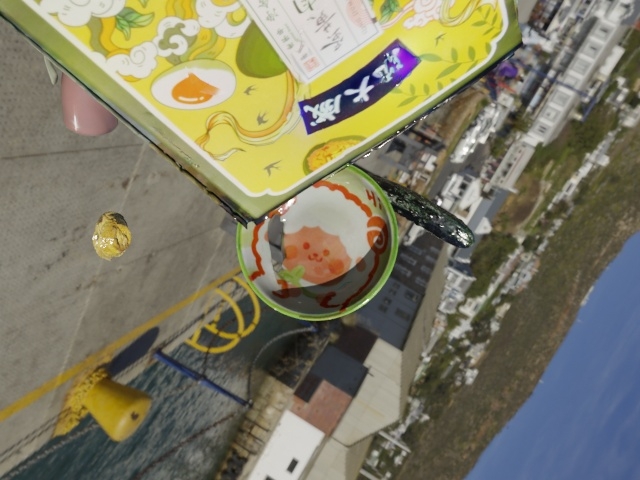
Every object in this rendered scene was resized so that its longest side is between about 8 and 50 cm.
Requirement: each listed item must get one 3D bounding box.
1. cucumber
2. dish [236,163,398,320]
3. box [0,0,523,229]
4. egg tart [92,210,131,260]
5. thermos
[{"bbox_3d":[0.229,-0.073,1.298,0.072,0.304,0.081,-47,156,-39],"label":"cucumber"},{"bbox_3d":[0.000,0.000,1.127,0.324,0.324,0.124,-60,167,2],"label":"dish"},{"bbox_3d":[-0.034,-0.237,0.490,0.373,0.138,0.420,-33,146,8],"label":"box"},{"bbox_3d":[-0.511,-0.012,1.365,0.129,0.050,0.128,3,90,-71],"label":"egg tart"},{"bbox_3d":[-0.639,-0.431,1.469,0.264,0.177,0.145,106,-11,-45],"label":"thermos"}]
